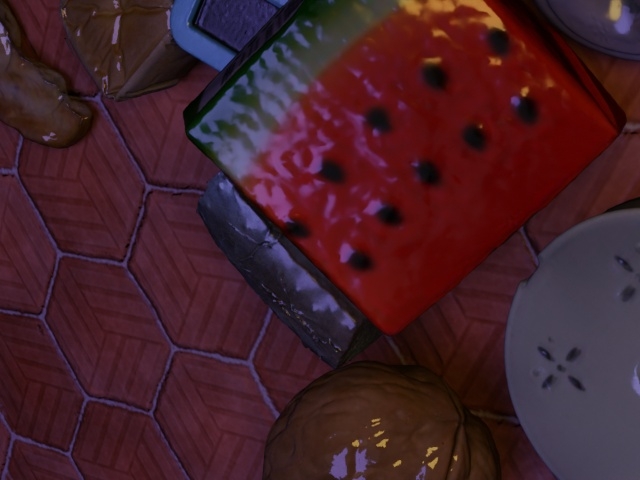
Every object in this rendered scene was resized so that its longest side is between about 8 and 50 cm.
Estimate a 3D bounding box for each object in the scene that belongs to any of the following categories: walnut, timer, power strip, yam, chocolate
[{"bbox_3d":[0.072,0.283,1.318,0.277,0.252,0.313,46,135,1],"label":"walnut"},{"bbox_3d":[-0.040,-0.285,1.220,0.232,0.091,0.250,32,101,14],"label":"timer"},{"bbox_3d":[0.373,0.126,1.084,0.358,0.161,0.357,10,107,37],"label":"power strip"},{"bbox_3d":[-0.003,0.003,1.315,0.271,0.202,0.201,48,159,8],"label":"yam"},{"bbox_3d":[0.083,-0.122,1.101,0.360,0.161,0.341,-43,96,14],"label":"chocolate"}]

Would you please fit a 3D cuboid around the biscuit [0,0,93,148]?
[{"bbox_3d":[-0.463,-0.250,1.629,0.299,0.045,0.154,52,128,6],"label":"biscuit"}]

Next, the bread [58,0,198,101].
[{"bbox_3d":[-0.229,-0.302,1.401,0.210,0.110,0.192,-44,74,38],"label":"bread"}]

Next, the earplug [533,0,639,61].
[{"bbox_3d":[0.289,-0.316,1.001,0.214,0.175,0.325,6,121,40],"label":"earplug"}]
